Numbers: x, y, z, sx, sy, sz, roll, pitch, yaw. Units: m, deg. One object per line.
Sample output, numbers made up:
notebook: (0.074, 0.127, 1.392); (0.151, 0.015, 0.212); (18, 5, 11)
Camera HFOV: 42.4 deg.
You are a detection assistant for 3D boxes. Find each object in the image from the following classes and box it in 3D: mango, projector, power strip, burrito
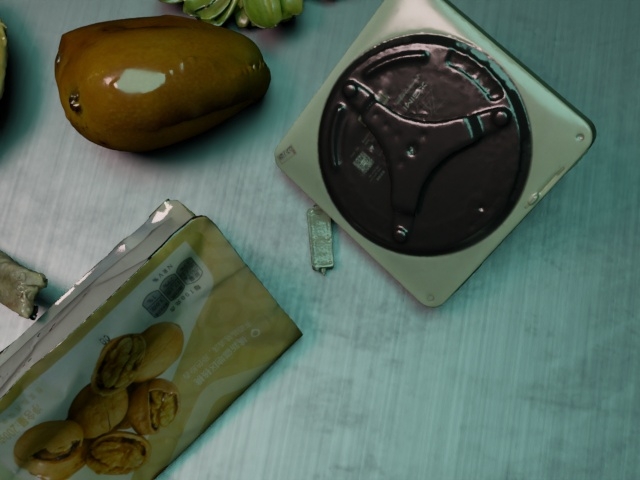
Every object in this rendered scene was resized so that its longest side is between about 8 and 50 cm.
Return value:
mango: (-0.168, -0.175, 0.922); (0.236, 0.166, 0.136); (-21, 120, -26)
projector: (0.110, -0.100, 0.878); (0.259, 0.079, 0.257); (44, 114, 11)
power strip: (0.000, 0.000, 0.942); (0.027, 0.017, 0.083); (-4, 75, -1)
burrito: (-0.350, 0.037, 0.887); (0.171, 0.042, 0.051); (20, 78, 41)

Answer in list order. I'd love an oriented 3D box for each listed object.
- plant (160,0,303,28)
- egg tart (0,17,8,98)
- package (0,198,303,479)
plant: (-0.110, -0.411, 0.966); (0.261, 0.297, 0.306); (28, 92, 37)
egg tart: (-0.483, -0.190, 0.950); (0.278, 0.095, 0.279); (0, 70, 1)
package: (-0.209, 0.114, 0.860); (0.311, 0.221, 0.165); (-44, 40, -9)
